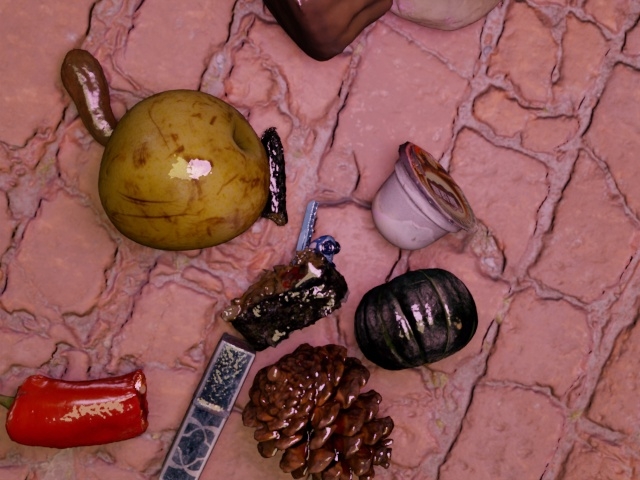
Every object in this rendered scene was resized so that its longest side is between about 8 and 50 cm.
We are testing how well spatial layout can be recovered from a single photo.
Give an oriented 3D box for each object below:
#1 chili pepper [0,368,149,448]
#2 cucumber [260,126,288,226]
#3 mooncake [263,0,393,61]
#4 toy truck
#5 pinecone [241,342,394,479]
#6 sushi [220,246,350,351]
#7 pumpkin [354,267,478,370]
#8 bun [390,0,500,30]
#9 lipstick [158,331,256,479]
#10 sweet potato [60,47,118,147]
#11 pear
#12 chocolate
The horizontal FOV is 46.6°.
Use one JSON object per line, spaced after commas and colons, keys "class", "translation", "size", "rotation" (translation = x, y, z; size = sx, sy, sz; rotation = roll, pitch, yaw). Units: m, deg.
{"class": "chili pepper", "translation": [-0.480, 0.305, 1.314], "size": [0.338, 0.134, 0.131], "rotation": [-2, 108, -5]}
{"class": "cucumber", "translation": [-0.086, -0.115, 1.349], "size": [0.053, 0.053, 0.181], "rotation": [-2, 92, -3]}
{"class": "mooncake", "translation": [-0.018, -0.463, 1.192], "size": [0.187, 0.324, 0.324], "rotation": [-35, 96, -1]}
{"class": "toy truck", "translation": [0.000, 0.000, 1.360], "size": [0.074, 0.063, 0.136], "rotation": [15, 90, 15]}
{"class": "pinecone", "translation": [0.002, 0.308, 1.302], "size": [0.244, 0.244, 0.309], "rotation": [-40, 113, 0]}
{"class": "sushi", "translation": [-0.057, 0.096, 1.305], "size": [0.212, 0.147, 0.115], "rotation": [-30, 100, 21]}
{"class": "pumpkin", "translation": [0.166, 0.141, 1.302], "size": [0.220, 0.220, 0.162], "rotation": [-14, 75, -2]}
{"class": "bun", "translation": [0.219, -0.496, 1.282], "size": [0.272, 0.168, 0.273], "rotation": [0, 89, -9]}
{"class": "lipstick", "translation": [-0.207, 0.317, 1.360], "size": [0.077, 0.076, 0.290], "rotation": [24, 95, -7]}
{"class": "sweet potato", "translation": [-0.387, -0.232, 1.316], "size": [0.081, 0.062, 0.233], "rotation": [-32, 99, -3]}
{"class": "pear", "translation": [-0.226, -0.110, 1.239], "size": [0.283, 0.283, 0.284], "rotation": [0, 94, -4]}
{"class": "chocolate", "translation": [0.162, -0.065, 1.320], "size": [0.147, 0.221, 0.221], "rotation": [-33, 96, 25]}
